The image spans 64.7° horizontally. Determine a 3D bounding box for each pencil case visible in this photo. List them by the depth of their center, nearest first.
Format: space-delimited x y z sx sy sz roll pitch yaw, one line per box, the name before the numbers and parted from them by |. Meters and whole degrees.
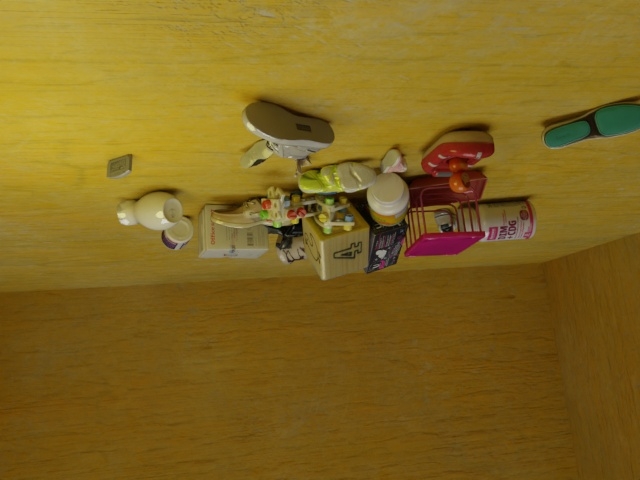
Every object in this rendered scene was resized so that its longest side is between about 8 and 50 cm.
pencil case | 0.000 0.000 2.178 0.411 0.159 0.183 -12 151 29

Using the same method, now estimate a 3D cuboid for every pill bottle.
pill bottle | 0.223 -0.139 1.667 0.137 0.136 0.245 -6 168 7
pill bottle | -0.566 -0.023 1.987 0.108 0.108 0.193 1 166 -24
pill bottle | 0.718 -0.076 2.076 0.283 0.160 0.160 -5 168 0

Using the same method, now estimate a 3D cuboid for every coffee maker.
coffee maker | -0.047 -0.084 1.931 0.178 0.120 0.171 2 127 -30

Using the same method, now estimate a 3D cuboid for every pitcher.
pitcher | -0.534 -0.100 1.664 0.207 0.125 0.178 0 -167 34

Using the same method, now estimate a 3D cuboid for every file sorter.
file sorter | 0.414 -0.062 1.764 0.202 0.182 0.290 -3 167 -4

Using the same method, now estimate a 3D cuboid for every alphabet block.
alphabet block | 0.055 -0.004 1.835 0.194 0.192 0.197 -18 132 -17

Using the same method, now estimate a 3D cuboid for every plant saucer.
plant saucer | 0.436 -0.180 1.766 0.259 0.047 0.259 -7 167 11

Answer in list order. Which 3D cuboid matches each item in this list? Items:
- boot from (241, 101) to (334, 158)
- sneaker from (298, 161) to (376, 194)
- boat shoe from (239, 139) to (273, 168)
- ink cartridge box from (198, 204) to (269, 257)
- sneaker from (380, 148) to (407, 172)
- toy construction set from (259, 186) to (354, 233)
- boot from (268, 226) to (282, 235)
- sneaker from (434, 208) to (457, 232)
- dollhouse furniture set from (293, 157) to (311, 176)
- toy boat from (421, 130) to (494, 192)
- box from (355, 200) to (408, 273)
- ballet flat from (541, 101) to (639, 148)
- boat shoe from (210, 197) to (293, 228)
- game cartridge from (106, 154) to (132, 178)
boot | -0.096 -0.239 1.178 0.258 0.095 0.123 5 158 -42
sneaker | 0.058 -0.187 1.545 0.240 0.091 0.126 0 -179 15
boat shoe | -0.157 -0.231 1.331 0.133 0.048 0.042 -24 -174 40
ink cartridge box | -0.331 -0.030 1.892 0.233 0.171 0.168 2 166 -23
sneaker | 0.224 -0.229 1.457 0.070 0.050 0.134 -4 171 -11
toy construction set | -0.067 -0.097 1.641 0.328 0.151 0.215 4 -160 -39
boot | -0.235 -0.037 2.123 0.190 0.076 0.209 23 147 -35
sneaker | 0.555 -0.067 2.224 0.094 0.091 0.258 -11 166 27
dollhouse furniture set | -0.037 -0.206 1.391 0.091 0.081 0.114 -8 167 18
toy boat | 0.378 -0.204 1.384 0.151 0.151 0.231 -2 168 -13
box | 0.210 -0.020 1.904 0.142 0.163 0.247 -17 146 -17
ballet flat | 0.696 -0.295 1.291 0.249 0.086 0.086 -9 167 26
boat shoe | -0.234 -0.104 1.774 0.303 0.098 0.109 -2 -159 -18
game cartridge | -0.531 -0.192 1.337 0.083 0.055 0.017 -10 159 26
